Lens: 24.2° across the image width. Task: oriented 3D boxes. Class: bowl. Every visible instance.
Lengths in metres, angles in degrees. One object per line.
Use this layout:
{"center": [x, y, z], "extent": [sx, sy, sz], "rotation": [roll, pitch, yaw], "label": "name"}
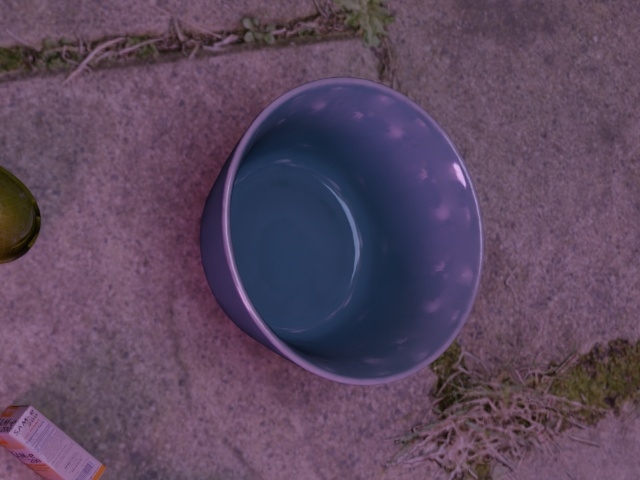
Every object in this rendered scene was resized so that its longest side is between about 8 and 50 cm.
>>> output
{"center": [0.000, 0.000, 1.547], "extent": [0.312, 0.163, 0.311], "rotation": [6, 79, -31], "label": "bowl"}

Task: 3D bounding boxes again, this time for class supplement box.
{"center": [-0.259, 0.199, 1.412], "extent": [0.098, 0.062, 0.036], "rotation": [44, 64, -19], "label": "supplement box"}

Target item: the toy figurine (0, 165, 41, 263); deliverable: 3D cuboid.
{"center": [-0.383, -0.077, 1.285], "extent": [0.362, 0.217, 0.191], "rotation": [39, 64, -21], "label": "toy figurine"}
